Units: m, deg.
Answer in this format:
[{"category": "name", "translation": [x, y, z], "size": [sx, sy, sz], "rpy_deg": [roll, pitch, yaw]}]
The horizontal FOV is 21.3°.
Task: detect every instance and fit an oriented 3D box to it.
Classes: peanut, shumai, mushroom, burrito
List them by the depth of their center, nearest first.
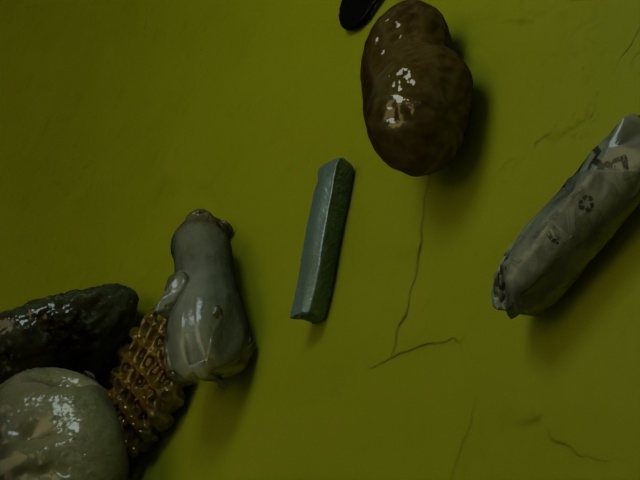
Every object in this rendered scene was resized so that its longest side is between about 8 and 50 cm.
[{"category": "burrito", "translation": [0.204, -0.017, 1.334], "size": [0.203, 0.064, 0.064], "rpy_deg": [-52, 30, 22]}, {"category": "peanut", "translation": [0.092, -0.148, 1.613], "size": [0.108, 0.095, 0.226], "rpy_deg": [-33, 34, 22]}, {"category": "mushroom", "translation": [-0.125, 0.057, 1.839], "size": [0.099, 0.096, 0.278], "rpy_deg": [-11, 40, 2]}, {"category": "shumai", "translation": [-0.319, 0.172, 2.047], "size": [0.272, 0.222, 0.204], "rpy_deg": [-26, 82, 40]}]

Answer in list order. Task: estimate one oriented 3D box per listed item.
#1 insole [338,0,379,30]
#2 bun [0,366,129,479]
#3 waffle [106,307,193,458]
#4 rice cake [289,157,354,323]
[{"category": "insole", "translation": [0.122, -0.368, 1.835], "size": [0.348, 0.009, 0.119], "rpy_deg": [-53, 28, 22]}, {"category": "bun", "translation": [-0.312, 0.271, 1.873], "size": [0.273, 0.168, 0.273], "rpy_deg": [-4, 86, 63]}, {"category": "waffle", "translation": [-0.194, 0.156, 1.931], "size": [0.191, 0.038, 0.191], "rpy_deg": [-42, 35, 39]}, {"category": "rice cake", "translation": [0.000, 0.000, 1.718], "size": [0.042, 0.030, 0.180], "rpy_deg": [-21, 50, 47]}]
